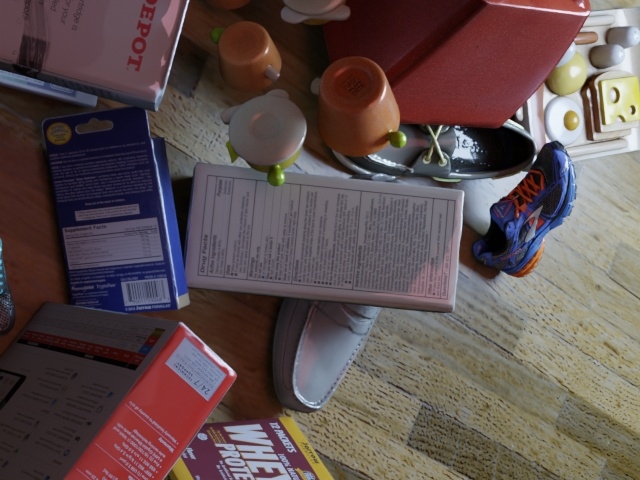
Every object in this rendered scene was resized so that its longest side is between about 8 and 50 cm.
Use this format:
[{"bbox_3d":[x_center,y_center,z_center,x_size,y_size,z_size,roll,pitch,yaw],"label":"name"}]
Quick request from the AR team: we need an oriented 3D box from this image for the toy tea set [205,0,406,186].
[{"bbox_3d":[-0.033,-0.214,1.448,0.200,0.124,0.336,-16,66,-1],"label":"toy tea set"}]

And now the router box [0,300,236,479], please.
[{"bbox_3d":[-0.274,0.207,1.219,0.082,0.335,0.301,46,68,-26],"label":"router box"}]

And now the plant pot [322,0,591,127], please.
[{"bbox_3d":[0.172,-0.311,1.531,0.267,0.235,0.267,-1,71,-35],"label":"plant pot"}]

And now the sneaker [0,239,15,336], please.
[{"bbox_3d":[-0.361,0.026,1.312,0.065,0.076,0.167,-26,105,-30],"label":"sneaker"}]

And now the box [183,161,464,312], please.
[{"bbox_3d":[0.000,0.000,1.448,0.311,0.121,0.148,7,86,-4],"label":"box"}]

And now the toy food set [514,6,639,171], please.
[{"bbox_3d":[0.399,-0.227,1.817,0.306,0.092,0.220,-11,96,-33],"label":"toy food set"}]

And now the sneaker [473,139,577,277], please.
[{"bbox_3d":[0.278,-0.039,1.696,0.087,0.083,0.221,5,124,-23],"label":"sneaker"}]

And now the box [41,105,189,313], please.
[{"bbox_3d":[-0.226,-0.031,1.371,0.036,0.136,0.225,-26,110,-67],"label":"box"}]

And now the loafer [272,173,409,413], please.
[{"bbox_3d":[0.031,0.063,1.556,0.112,0.111,0.320,26,77,-34],"label":"loafer"}]

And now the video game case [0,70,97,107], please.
[{"bbox_3d":[-0.324,-0.257,1.365,0.201,0.023,0.184,12,83,-34],"label":"video game case"}]

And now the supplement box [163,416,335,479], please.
[{"bbox_3d":[-0.111,0.318,1.403,0.191,0.129,0.194,1,123,-34],"label":"supplement box"}]

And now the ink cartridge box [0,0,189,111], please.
[{"bbox_3d":[-0.281,-0.278,1.248,0.307,0.129,0.223,15,88,-7],"label":"ink cartridge box"}]

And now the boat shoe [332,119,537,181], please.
[{"bbox_3d":[0.154,-0.132,1.651,0.305,0.091,0.109,2,89,-34],"label":"boat shoe"}]
